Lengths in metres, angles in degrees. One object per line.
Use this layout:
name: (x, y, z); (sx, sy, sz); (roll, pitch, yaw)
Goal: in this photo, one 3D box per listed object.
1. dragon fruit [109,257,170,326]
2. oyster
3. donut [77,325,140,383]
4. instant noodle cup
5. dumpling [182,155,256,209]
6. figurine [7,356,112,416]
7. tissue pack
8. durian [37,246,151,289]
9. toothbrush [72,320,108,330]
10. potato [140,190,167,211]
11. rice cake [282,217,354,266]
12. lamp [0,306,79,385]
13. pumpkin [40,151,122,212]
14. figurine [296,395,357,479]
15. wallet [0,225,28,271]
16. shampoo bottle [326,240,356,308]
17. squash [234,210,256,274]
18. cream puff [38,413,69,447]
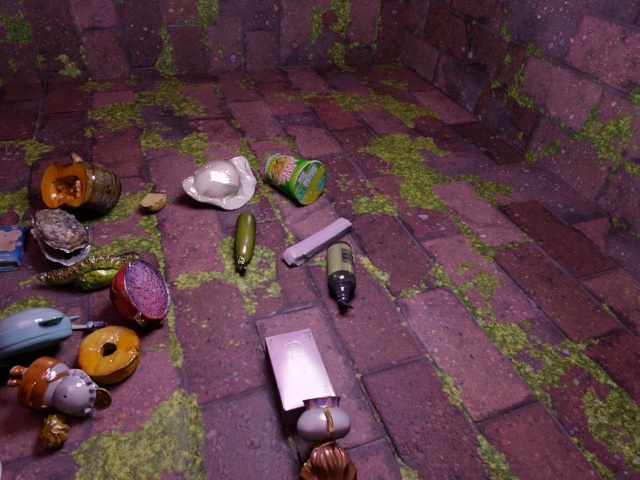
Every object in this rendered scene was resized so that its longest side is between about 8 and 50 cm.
dragon fruit: (-0.603, 0.183, 1.424); (0.148, 0.218, 0.223); (-24, 82, 10)
oyster: (-0.973, -0.026, 1.650); (0.351, 0.158, 0.162); (30, 4, 36)
donut: (-0.613, 0.339, 1.303); (0.174, 0.074, 0.190); (-30, 46, -33)
instant noodle cup: (-0.124, -0.290, 2.014); (0.233, 0.207, 0.207); (26, 44, 34)
dumpling: (-0.436, -0.234, 1.954); (0.318, 0.187, 0.242); (-35, 94, -27)
figurine: (-0.693, 0.396, 1.193); (0.272, 0.143, 0.143); (13, 39, -12)
tissue pack: (-0.068, 0.389, 1.291); (0.149, 0.092, 0.246); (-10, 44, -16)
durian: (-0.764, 0.100, 1.523); (0.375, 0.132, 0.106); (-13, 31, -12)
toothbrush: (-0.865, 0.272, 1.389); (0.386, 0.040, 0.040); (-1, 41, -3)
potato: (-0.700, -0.151, 1.866); (0.096, 0.066, 0.103); (9, 44, 26)
rice cake: (0.000, 0.000, 1.778); (0.365, 0.056, 0.073); (-31, 54, -34)
lamp: (-0.847, 0.282, 1.257); (0.284, 0.209, 0.147); (-39, 86, -13)
pumpkin: (-0.932, -0.228, 1.782); (0.325, 0.241, 0.232); (4, 5, 28)
figurine: (0.014, 0.520, 1.080); (0.142, 0.189, 0.263); (-3, 62, -5)
wallet: (-1.152, 0.029, 1.612); (0.141, 0.059, 0.202); (-4, 43, -21)
shampoo bottle: (0.075, 0.125, 1.605); (0.101, 0.101, 0.283); (2, 41, -4)
squash: (-0.294, -0.003, 1.728); (0.087, 0.087, 0.331); (1, 43, -5)
cream puff: (-0.684, 0.485, 1.136); (0.083, 0.058, 0.083); (2, 42, -1)
